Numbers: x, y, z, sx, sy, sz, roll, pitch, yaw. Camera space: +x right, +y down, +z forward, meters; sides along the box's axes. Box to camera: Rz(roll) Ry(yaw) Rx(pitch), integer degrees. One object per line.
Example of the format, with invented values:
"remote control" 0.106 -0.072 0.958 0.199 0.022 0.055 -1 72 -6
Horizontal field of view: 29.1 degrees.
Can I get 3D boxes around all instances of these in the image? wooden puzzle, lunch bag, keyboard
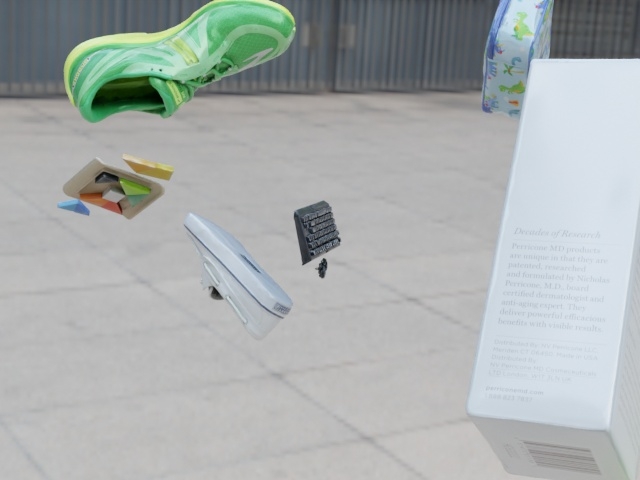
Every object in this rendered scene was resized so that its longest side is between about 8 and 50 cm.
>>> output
"wooden puzzle" -0.187 -0.045 1.116 0.078 0.014 0.116 20 -35 -25
"lunch bag" 0.325 -0.315 2.014 0.090 0.176 0.219 16 -26 15
"keyboard" 0.000 0.000 1.813 0.023 0.108 0.180 -9 4 16

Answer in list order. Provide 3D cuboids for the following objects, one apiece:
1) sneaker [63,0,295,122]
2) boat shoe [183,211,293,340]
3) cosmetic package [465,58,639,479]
"sneaker" -0.167 -0.208 1.517 0.295 0.109 0.124 -17 53 4
"boat shoe" -0.147 0.055 1.949 0.267 0.088 0.096 43 11 32
"cosmetic package" 0.306 0.036 1.448 0.161 0.453 0.230 4 -26 23
